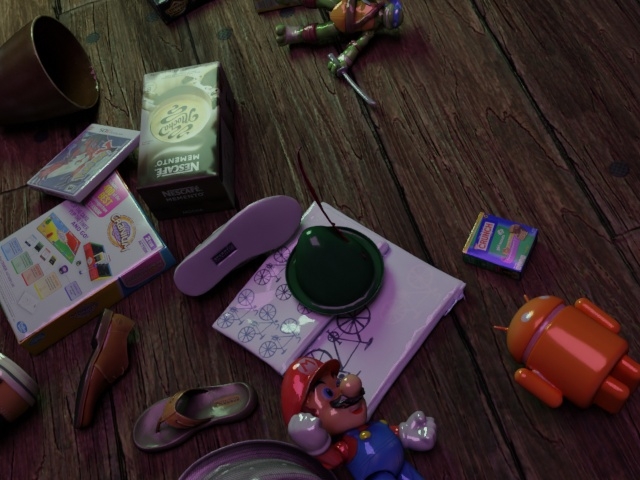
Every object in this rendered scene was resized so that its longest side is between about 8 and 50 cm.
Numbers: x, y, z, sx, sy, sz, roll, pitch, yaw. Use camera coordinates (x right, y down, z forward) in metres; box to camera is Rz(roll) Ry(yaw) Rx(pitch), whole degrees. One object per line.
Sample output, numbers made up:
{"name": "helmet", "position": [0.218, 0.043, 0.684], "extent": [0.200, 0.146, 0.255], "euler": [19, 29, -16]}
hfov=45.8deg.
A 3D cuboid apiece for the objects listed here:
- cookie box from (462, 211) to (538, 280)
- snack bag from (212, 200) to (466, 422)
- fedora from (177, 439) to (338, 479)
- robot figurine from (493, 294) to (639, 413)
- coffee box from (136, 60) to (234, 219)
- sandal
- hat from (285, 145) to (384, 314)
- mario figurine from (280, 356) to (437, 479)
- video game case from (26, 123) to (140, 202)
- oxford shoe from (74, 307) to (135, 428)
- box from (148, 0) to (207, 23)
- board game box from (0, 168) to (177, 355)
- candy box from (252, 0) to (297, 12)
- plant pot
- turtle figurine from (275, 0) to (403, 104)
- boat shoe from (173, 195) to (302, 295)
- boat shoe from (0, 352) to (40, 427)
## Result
{"name": "cookie box", "position": [0.315, 0.009, 1.327], "extent": [0.107, 0.040, 0.092], "euler": [19, 66, 22]}
{"name": "snack bag", "position": [0.031, 0.117, 1.328], "extent": [0.342, 0.037, 0.323], "euler": [32, 70, 26]}
{"name": "fedora", "position": [-0.083, 0.406, 1.082], "extent": [0.275, 0.124, 0.244], "euler": [2, 70, -12]}
{"name": "robot figurine", "position": [0.380, 0.171, 1.166], "extent": [0.219, 0.128, 0.158], "euler": [36, 105, 28]}
{"name": "coffee box", "position": [-0.267, -0.203, 1.530], "extent": [0.168, 0.119, 0.297], "euler": [-9, 58, 6]}
{"name": "sandal", "position": [-0.214, 0.287, 1.265], "extent": [0.219, 0.060, 0.090], "euler": [-16, 58, 3]}
{"name": "hat", "position": [0.000, 0.000, 1.274], "extent": [0.208, 0.184, 0.173], "euler": [36, 72, 28]}
{"name": "mario figurine", "position": [0.073, 0.285, 1.117], "extent": [0.170, 0.198, 0.320], "euler": [-45, 72, -6]}
{"name": "video game case", "position": [-0.485, -0.165, 1.565], "extent": [0.183, 0.023, 0.201], "euler": [14, 54, 39]}
{"name": "oxford shoe", "position": [-0.380, 0.231, 1.334], "extent": [0.076, 0.076, 0.212], "euler": [22, 72, -21]}
{"name": "box", "position": [-0.325, -0.704, 1.864], "extent": [0.293, 0.073, 0.296], "euler": [-33, 59, -7]}
{"name": "board game box", "position": [-0.471, 0.036, 1.466], "extent": [0.316, 0.064, 0.242], "euler": [-33, 59, -8]}
{"name": "candy box", "position": [-0.066, -0.599, 1.759], "extent": [0.186, 0.053, 0.109], "euler": [-9, 59, 8]}
{"name": "plant pot", "position": [-0.648, -0.346, 1.664], "extent": [0.230, 0.215, 0.216], "euler": [-21, 57, 16]}
{"name": "turtle figurine", "position": [0.023, -0.456, 1.573], "extent": [0.266, 0.198, 0.275], "euler": [10, 59, 21]}
{"name": "boat shoe", "position": [-0.154, 0.006, 1.402], "extent": [0.267, 0.088, 0.096], "euler": [-40, 103, -4]}
{"name": "boat shoe", "position": [-0.735, 0.204, 1.358], "extent": [0.499, 0.187, 0.156], "euler": [25, 62, 18]}
